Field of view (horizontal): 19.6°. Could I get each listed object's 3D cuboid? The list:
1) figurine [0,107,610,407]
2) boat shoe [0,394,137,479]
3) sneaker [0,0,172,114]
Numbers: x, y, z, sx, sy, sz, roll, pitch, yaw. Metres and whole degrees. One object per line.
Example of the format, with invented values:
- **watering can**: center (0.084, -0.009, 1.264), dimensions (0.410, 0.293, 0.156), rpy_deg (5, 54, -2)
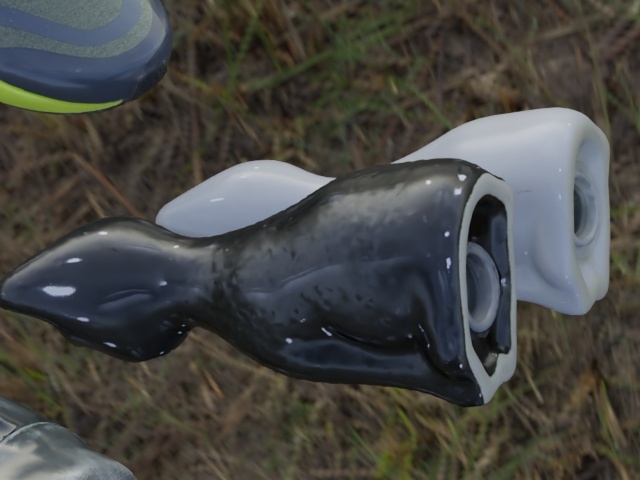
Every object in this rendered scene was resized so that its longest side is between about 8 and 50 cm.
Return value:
- **figurine**: center (0.000, 0.000, 0.797), dimensions (0.209, 0.215, 0.092), rpy_deg (-1, 102, 26)
- **boat shoe**: center (-0.161, 0.173, 0.474), dimensions (0.119, 0.121, 0.335), rpy_deg (12, 63, 31)
- **sneaker**: center (-0.178, -0.184, 0.859), dimensions (0.300, 0.121, 0.111), rpy_deg (47, 58, 0)
